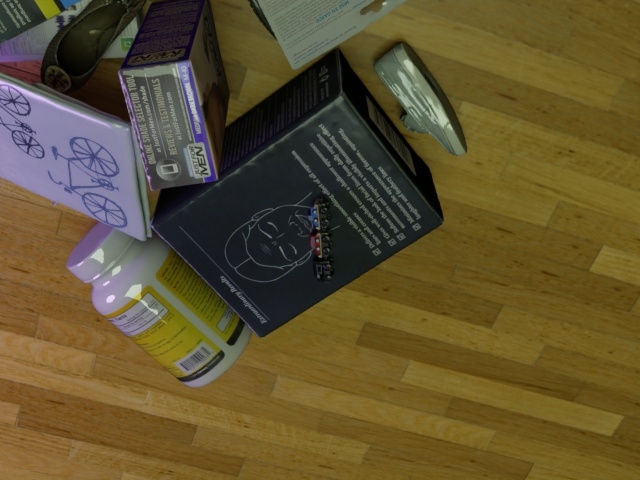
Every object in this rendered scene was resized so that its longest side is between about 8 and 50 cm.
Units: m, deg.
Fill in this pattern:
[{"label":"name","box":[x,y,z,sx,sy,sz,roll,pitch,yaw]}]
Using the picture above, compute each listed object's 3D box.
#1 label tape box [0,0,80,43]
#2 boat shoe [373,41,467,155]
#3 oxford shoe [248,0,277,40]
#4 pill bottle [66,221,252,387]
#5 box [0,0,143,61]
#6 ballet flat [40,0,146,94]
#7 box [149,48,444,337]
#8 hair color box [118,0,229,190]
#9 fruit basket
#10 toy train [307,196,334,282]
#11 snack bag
[{"label":"label tape box","box":[-0.510,-0.419,1.310,0.333,0.106,0.241,-21,119,14]},{"label":"boat shoe","box":[0.170,-0.230,1.523,0.081,0.079,0.227,-27,113,25]},{"label":"oxford shoe","box":[-0.078,-0.415,1.401,0.096,0.083,0.227,-22,120,7]},{"label":"pill bottle","box":[-0.297,0.105,1.644,0.188,0.188,0.334,-35,115,18]},{"label":"box","box":[-0.454,-0.405,1.416,0.322,0.058,0.232,-2,121,-1]},{"label":"ballet flat","box":[-0.362,-0.321,1.401,0.250,0.058,0.084,-40,113,20]},{"label":"box","box":[-0.039,-0.076,1.527,0.395,0.212,0.293,-33,116,16]},{"label":"hair color box","box":[-0.211,-0.237,1.353,0.110,0.339,0.185,-8,121,4]},{"label":"fruit basket","box":[0.023,-0.477,1.321,0.327,0.165,0.353,-33,136,-2]},{"label":"toy train","box":[0.000,0.000,1.436,0.036,0.027,0.158,3,122,10]},{"label":"snack bag","box":[-0.429,-0.147,1.410,0.342,0.037,0.323,23,151,8]}]
